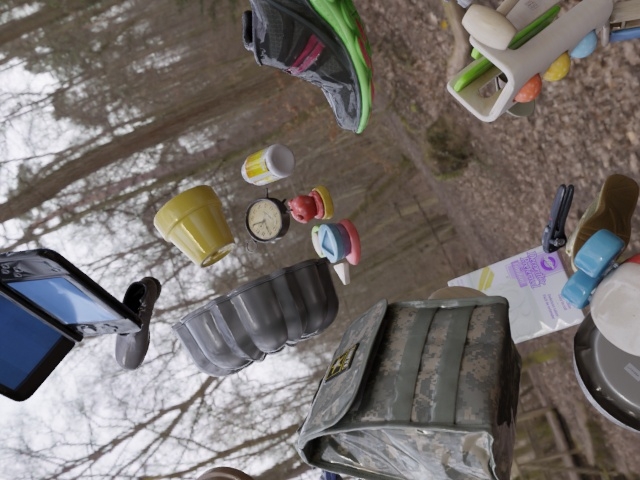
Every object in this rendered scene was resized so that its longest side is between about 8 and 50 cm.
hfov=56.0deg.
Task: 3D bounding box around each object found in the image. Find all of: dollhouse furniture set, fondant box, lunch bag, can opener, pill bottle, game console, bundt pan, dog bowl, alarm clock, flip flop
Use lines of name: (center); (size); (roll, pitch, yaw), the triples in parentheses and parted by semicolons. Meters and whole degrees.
dollhouse furniture set: (0.622, -0.287, 1.080); (0.286, 0.198, 0.303); (-8, -86, -66)
fondant box: (0.572, 0.174, 1.767); (0.096, 0.330, 0.238); (11, -122, -61)
lunch bag: (0.118, 0.206, 0.839); (0.168, 0.287, 0.235); (68, -148, -30)
can opener: (0.590, -0.053, 1.506); (0.073, 0.059, 0.186); (42, 135, 51)
pill bottle: (-0.187, -0.258, 2.094); (0.117, 0.215, 0.117); (5, -99, -36)
game console: (-0.518, 0.167, 1.097); (0.293, 0.250, 0.173); (58, -149, -51)
bundt pan: (-0.104, 0.157, 1.139); (0.124, 0.331, 0.331); (64, -171, 9)
dog bowl: (0.737, 0.271, 1.347); (0.102, 0.349, 0.348); (71, -174, -61)
alarm clock: (-0.161, -0.045, 1.749); (0.129, 0.192, 0.064); (41, -161, 19)
flip flop: (0.619, -0.516, 1.929); (0.080, 0.112, 0.277); (-110, -5, -63)

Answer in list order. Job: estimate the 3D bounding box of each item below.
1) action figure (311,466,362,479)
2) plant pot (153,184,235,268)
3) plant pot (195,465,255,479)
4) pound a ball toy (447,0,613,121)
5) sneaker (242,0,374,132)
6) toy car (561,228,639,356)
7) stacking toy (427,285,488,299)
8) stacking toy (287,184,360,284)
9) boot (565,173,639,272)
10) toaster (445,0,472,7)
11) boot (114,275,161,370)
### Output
action figure: (-0.006, 0.676, 1.576); (0.178, 0.330, 0.341); (-149, 46, -79)
plant pot: (-0.447, -0.038, 2.238); (0.239, 0.254, 0.254); (54, -172, 11)
plant pot: (-0.238, 0.682, 1.457); (0.110, 0.237, 0.237); (-22, -86, -68)
pound a ball toy: (0.347, -0.324, 0.966); (0.136, 0.319, 0.208); (46, 157, 14)
sneaker: (-0.034, -0.392, 1.135); (0.482, 0.202, 0.185); (53, -152, -44)
toy car: (0.548, 0.053, 0.931); (0.219, 0.238, 0.210); (44, 164, 30)
stacking toy: (0.273, 0.261, 1.255); (0.141, 0.141, 0.330); (-91, 2, -57)
stacking toy: (0.000, 0.000, 2.057); (0.309, 0.131, 0.279); (53, 150, 39)
boot: (0.585, 0.009, 1.298); (0.262, 0.095, 0.203); (-59, -17, -26)
toaster: (0.307, -0.633, 1.326); (0.168, 0.185, 0.110); (30, -148, -20)
boot: (-0.616, 0.280, 1.943); (0.223, 0.118, 0.338); (-124, 46, -85)
